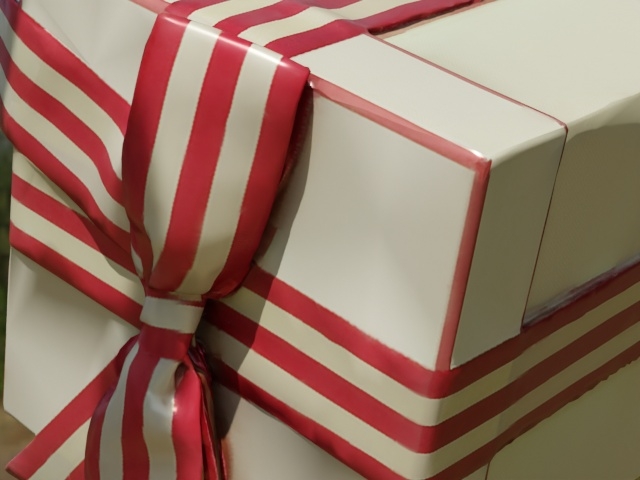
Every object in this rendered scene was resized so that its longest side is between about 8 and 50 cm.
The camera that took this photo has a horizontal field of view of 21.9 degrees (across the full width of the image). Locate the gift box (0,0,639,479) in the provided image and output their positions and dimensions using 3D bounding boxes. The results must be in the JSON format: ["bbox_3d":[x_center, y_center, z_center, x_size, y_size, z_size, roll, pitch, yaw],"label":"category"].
[{"bbox_3d":[0.000,0.000,0.690,0.276,0.255,0.258,23,31,34],"label":"gift box"}]
